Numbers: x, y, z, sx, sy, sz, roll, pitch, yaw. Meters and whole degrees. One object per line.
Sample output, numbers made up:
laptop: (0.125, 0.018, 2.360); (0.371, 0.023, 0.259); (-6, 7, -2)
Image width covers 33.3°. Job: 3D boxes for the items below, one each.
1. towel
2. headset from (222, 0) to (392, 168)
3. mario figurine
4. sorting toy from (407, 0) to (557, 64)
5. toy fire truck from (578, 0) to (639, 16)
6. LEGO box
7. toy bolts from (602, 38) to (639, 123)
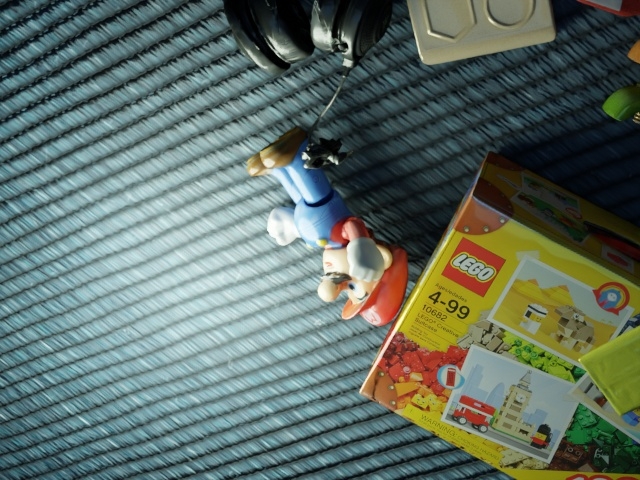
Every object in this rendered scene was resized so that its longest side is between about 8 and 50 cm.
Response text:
towel: (0.465, 0.137, 1.393); (0.237, 0.021, 0.102); (-34, 94, 26)
headset: (-0.019, -0.300, 1.464); (0.243, 0.185, 0.394); (-6, 100, 19)
mario figurine: (0.000, 0.000, 1.590); (0.170, 0.198, 0.320); (-35, 94, 17)
sorting toy: (0.211, -0.355, 1.460); (0.193, 0.038, 0.208); (-8, 115, 20)
toy fire truck: (0.444, -0.412, 1.305); (0.254, 0.169, 0.302); (15, 119, -11)
LEGO box: (0.369, 0.162, 1.551); (0.500, 0.193, 0.372); (28, 118, 3)
toy bolts: (0.515, -0.182, 1.366); (0.228, 0.218, 0.158); (18, 112, -12)
